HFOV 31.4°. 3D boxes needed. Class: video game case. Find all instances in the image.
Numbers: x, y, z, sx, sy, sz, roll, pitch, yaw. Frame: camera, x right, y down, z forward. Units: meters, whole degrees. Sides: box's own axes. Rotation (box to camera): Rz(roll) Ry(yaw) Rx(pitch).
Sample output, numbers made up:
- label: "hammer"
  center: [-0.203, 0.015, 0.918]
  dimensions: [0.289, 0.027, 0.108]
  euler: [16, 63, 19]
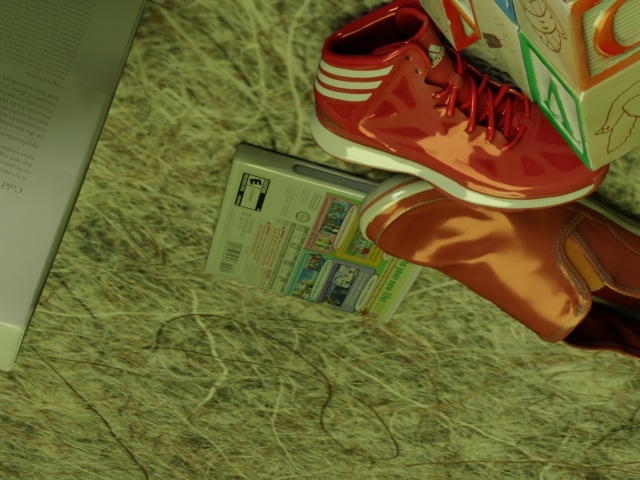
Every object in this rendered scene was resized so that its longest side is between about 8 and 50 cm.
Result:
- label: "video game case"
  center: [0.000, 0.000, 1.048]
  dimensions: [0.193, 0.023, 0.212]
  euler: [16, 149, -5]

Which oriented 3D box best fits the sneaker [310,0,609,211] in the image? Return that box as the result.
- label: "sneaker"
  center: [0.099, -0.094, 0.792]
  dimensions: [0.221, 0.087, 0.128]
  euler: [8, 151, 5]

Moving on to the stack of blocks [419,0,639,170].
- label: "stack of blocks"
  center: [0.068, -0.168, 0.475]
  dimensions: [0.087, 0.297, 0.171]
  euler: [-29, 141, -1]

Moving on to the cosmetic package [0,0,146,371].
- label: "cosmetic package"
  center: [-0.330, -0.112, 0.727]
  dimensions: [0.377, 0.284, 0.097]
  euler: [20, 149, -11]

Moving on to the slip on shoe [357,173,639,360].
- label: "slip on shoe"
  center: [0.187, 0.026, 0.926]
  dimensions: [0.331, 0.101, 0.123]
  euler: [20, 140, -15]
